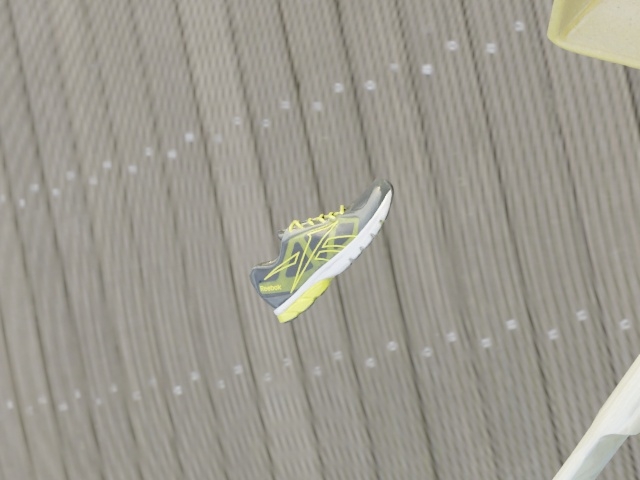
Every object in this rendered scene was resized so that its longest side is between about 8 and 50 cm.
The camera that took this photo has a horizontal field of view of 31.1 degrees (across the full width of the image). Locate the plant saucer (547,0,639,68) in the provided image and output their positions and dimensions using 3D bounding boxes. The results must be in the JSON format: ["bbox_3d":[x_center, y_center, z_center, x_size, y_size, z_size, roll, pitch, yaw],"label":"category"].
[{"bbox_3d":[0.400,-0.273,1.071,0.333,0.332,0.081,17,64,12],"label":"plant saucer"}]

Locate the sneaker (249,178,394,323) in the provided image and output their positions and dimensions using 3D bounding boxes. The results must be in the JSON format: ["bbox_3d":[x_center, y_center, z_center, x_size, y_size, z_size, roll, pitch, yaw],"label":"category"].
[{"bbox_3d":[0.000,0.000,0.534,0.035,0.031,0.083,41,94,-3],"label":"sneaker"}]

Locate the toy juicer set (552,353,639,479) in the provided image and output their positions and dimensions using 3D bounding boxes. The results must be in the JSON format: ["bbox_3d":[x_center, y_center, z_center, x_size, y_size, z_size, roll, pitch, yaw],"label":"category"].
[{"bbox_3d":[0.306,0.141,0.727,0.329,0.089,0.209,2,126,4],"label":"toy juicer set"}]
